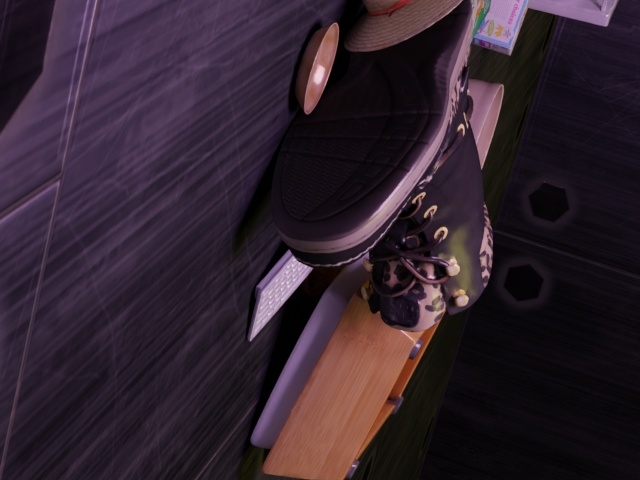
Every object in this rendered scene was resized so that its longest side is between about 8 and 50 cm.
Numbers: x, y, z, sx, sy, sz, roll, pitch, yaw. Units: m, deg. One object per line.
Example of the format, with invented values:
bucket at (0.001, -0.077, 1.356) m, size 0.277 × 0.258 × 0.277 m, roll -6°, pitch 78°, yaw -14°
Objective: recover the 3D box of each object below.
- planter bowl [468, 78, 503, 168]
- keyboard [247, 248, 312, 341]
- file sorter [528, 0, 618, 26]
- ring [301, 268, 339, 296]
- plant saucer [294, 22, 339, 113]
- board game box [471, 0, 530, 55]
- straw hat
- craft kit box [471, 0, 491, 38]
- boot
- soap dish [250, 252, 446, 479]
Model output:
planter bowl at (0.146, -0.128, 2.175) m, size 0.162 × 0.109 × 0.162 m, roll 18°, pitch 90°, yaw -81°
keyboard at (0.000, 0.000, 1.760) m, size 0.256 × 0.014 × 0.072 m, roll -49°, pitch 157°, yaw -41°
file sorter at (0.338, -0.443, 2.427) m, size 0.278 × 0.193 × 0.173 m, roll -58°, pitch 161°, yaw -53°
ring at (0.051, -0.096, 1.935) m, size 0.336 × 0.032 × 0.336 m, roll 19°, pitch 90°, yaw -80°
plant saucer at (-0.005, -0.152, 1.557) m, size 0.083 × 0.015 × 0.083 m, roll 19°, pitch 90°, yaw -80°
board game box at (0.209, -0.315, 2.195) m, size 0.026 × 0.103 × 0.154 m, roll 70°, pitch 40°, yaw -75°
straw hat at (0.067, -0.235, 1.636) m, size 0.061 × 0.144 × 0.144 m, roll 57°, pitch 36°, yaw -22°
craft kit box at (0.141, -0.314, 1.873) m, size 0.246 × 0.061 × 0.250 m, roll -54°, pitch 153°, yaw -55°
boot at (0.073, -0.030, 1.684) m, size 0.377 × 0.138 × 0.284 m, roll -68°, pitch 154°, yaw -47°
soap dish at (0.046, 0.127, 1.968) m, size 0.229 × 0.118 × 0.291 m, roll -63°, pitch 172°, yaw 20°
